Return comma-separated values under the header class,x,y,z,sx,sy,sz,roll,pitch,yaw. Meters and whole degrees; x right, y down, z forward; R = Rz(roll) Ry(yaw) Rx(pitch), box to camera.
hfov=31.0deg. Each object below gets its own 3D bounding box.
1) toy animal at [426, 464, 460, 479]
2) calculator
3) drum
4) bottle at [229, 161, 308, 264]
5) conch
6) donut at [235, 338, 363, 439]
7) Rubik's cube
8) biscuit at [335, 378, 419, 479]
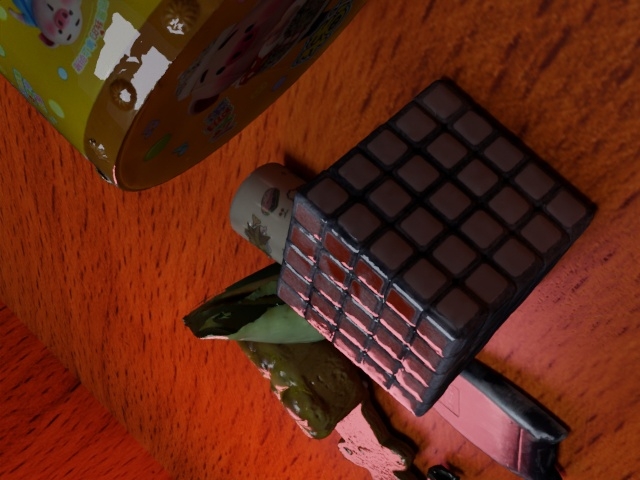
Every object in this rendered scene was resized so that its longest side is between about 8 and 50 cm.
class,x,y,z,sx,sy,sz,roll,pitch,yaw
toy animal,0.215,0.426,1.925,0.065,0.047,0.135,29,155,45
calculator,0.236,0.243,1.651,0.268,0.040,0.177,36,150,34
drum,-0.111,-0.257,1.061,0.214,0.431,0.431,44,154,6
bottle,0.000,0.000,1.586,0.253,0.120,0.120,34,151,25
conch,-0.056,0.087,1.663,0.143,0.251,0.137,31,113,35
donut,-0.039,0.188,1.846,0.261,0.128,0.208,52,172,22
Rubik's cube,0.117,0.010,1.280,0.238,0.237,0.237,42,155,12
biscuit,0.090,0.350,2.009,0.301,0.049,0.197,57,152,-16
